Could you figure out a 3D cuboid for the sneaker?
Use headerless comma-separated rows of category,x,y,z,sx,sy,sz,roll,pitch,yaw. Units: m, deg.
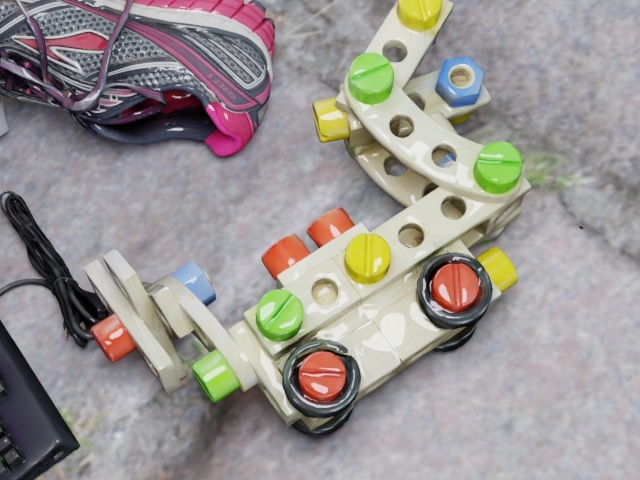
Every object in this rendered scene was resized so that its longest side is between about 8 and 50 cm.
sneaker,-0.185,-0.133,1.285,0.299,0.121,0.112,4,61,1

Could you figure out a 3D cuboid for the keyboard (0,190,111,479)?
keyboard,-0.264,0.053,1.269,0.201,0.033,0.317,-36,53,-8

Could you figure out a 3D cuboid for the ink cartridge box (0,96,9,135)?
ink cartridge box,-0.334,-0.072,1.310,0.145,0.045,0.179,-9,11,13

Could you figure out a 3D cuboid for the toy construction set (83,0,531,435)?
toy construction set,0.000,0.000,1.138,0.328,0.151,0.215,-36,77,2
